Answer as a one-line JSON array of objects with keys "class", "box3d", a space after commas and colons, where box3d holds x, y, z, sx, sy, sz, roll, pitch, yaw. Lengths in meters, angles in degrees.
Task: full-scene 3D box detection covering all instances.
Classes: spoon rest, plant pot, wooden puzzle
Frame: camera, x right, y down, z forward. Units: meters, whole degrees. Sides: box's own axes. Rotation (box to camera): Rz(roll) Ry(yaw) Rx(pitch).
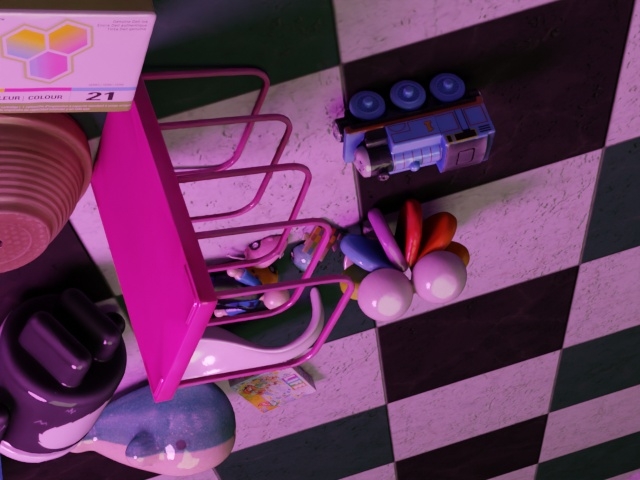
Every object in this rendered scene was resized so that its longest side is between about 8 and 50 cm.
[{"class": "spoon rest", "box3d": [-0.121, 0.153, 1.718, 0.276, 0.084, 0.137, -19, 151, -1]}, {"class": "plant pot", "box3d": [-0.354, -0.039, 1.231, 0.237, 0.110, 0.237, -14, 151, -8]}, {"class": "wooden puzzle", "box3d": [0.000, 0.000, 1.578, 0.049, 0.006, 0.083, -59, 143, 1]}]

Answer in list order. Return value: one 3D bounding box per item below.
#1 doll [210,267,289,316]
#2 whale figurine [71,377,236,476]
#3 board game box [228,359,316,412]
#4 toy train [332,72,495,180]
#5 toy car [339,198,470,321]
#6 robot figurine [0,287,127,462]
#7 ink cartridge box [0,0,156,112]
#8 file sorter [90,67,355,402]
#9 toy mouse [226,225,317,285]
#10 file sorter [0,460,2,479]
[{"class": "doll", "box3d": [-0.136, 0.074, 1.583, 0.189, 0.046, 0.129, 0, 148, -9]}, {"class": "whale figurine", "box3d": [-0.267, 0.275, 1.806, 0.272, 0.141, 0.216, 2, -168, 4]}, {"class": "board game box", "box3d": [-0.080, 0.238, 1.944, 0.103, 0.026, 0.154, -24, 150, 9]}, {"class": "toy train", "box3d": [0.109, -0.127, 1.348, 0.184, 0.105, 0.080, -14, 150, -9]}, {"class": "toy car", "box3d": [0.106, 0.014, 1.577, 0.182, 0.159, 0.136, -18, 116, 0]}, {"class": "robot figurine", "box3d": [-0.357, 0.183, 1.539, 0.209, 0.173, 0.278, 4, 144, -30]}, {"class": "ink cartridge box", "box3d": [-0.238, -0.225, 0.991, 0.189, 0.097, 0.255, -4, 149, -24]}, {"class": "file sorter", "box3d": [-0.108, -0.016, 1.230, 0.182, 0.290, 0.202, -7, 149, -26]}, {"class": "toy mouse", "box3d": [-0.050, 0.027, 1.596, 0.143, 0.031, 0.161, -34, 147, 25]}, {"class": "file sorter", "box3d": [-0.582, 0.391, 1.825, 0.104, 0.118, 0.170, 11, 139, -38]}]
